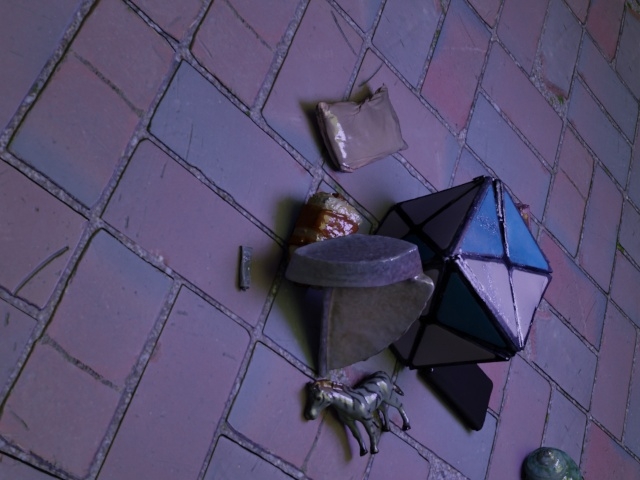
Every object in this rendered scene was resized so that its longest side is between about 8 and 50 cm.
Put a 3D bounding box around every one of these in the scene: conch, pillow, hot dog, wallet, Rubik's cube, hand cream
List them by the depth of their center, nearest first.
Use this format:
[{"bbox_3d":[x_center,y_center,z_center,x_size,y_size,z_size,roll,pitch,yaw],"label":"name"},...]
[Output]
[{"bbox_3d":[-0.144,0.054,1.728,0.030,0.019,0.093,20,65,-42],"label":"hand cream"},{"bbox_3d":[0.000,0.000,1.827,0.146,0.103,0.213,37,76,-31],"label":"hot dog"},{"bbox_3d":[0.288,0.076,1.946,0.305,0.310,0.307,57,46,-21],"label":"Rubik's cube"},{"bbox_3d":[0.099,-0.257,2.007,0.270,0.067,0.173,-27,106,-45],"label":"pillow"},{"bbox_3d":[0.335,0.335,2.126,0.250,0.044,0.149,47,48,-27],"label":"wallet"},{"bbox_3d":[0.587,0.616,2.259,0.176,0.122,0.188,-22,93,-21],"label":"conch"}]

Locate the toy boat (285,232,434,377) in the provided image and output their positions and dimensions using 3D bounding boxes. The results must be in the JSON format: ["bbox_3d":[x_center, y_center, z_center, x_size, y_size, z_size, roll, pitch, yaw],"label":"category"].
[{"bbox_3d":[0.088,0.109,1.767,0.111,0.276,0.293,-100,173,-57],"label":"toy boat"}]

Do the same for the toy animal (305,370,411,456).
[{"bbox_3d":[0.087,0.363,1.842,0.255,0.090,0.170,1,77,-48],"label":"toy animal"}]

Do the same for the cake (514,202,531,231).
[{"bbox_3d":[0.522,0.026,2.344,0.116,0.113,0.295,-33,110,-42],"label":"cake"}]
